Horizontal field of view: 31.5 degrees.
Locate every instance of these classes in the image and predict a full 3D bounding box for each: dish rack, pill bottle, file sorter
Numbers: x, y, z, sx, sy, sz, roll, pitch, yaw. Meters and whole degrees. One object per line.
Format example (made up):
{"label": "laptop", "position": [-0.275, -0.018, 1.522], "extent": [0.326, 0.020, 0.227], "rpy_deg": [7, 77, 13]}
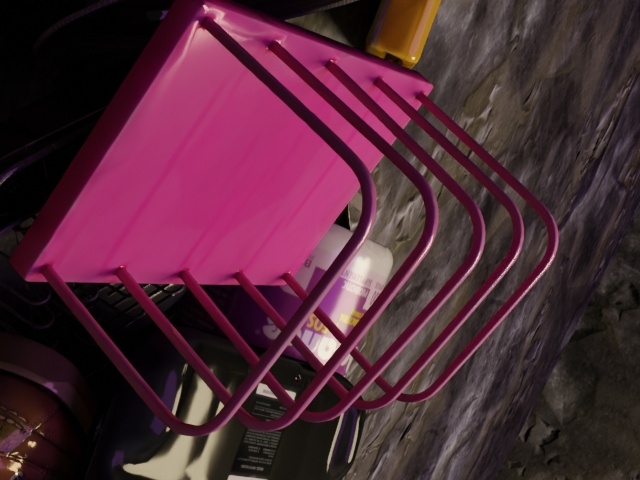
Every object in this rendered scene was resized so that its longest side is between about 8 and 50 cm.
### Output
{"label": "dish rack", "position": [-0.150, 0.002, 0.802], "extent": [0.208, 0.074, 0.272], "rpy_deg": [-33, 144, -32]}
{"label": "pill bottle", "position": [-0.065, 0.116, 1.009], "extent": [0.302, 0.169, 0.169], "rpy_deg": [-67, 156, 0]}
{"label": "file sorter", "position": [0.000, 0.000, 0.735], "extent": [0.202, 0.182, 0.290], "rpy_deg": [-53, 154, 18]}

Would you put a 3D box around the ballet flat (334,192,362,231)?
{"label": "ballet flat", "position": [0.012, -0.067, 1.097], "extent": [0.095, 0.096, 0.280], "rpy_deg": [-46, 148, -38]}

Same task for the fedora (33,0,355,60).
{"label": "fedora", "position": [-0.062, -0.210, 0.728], "extent": [0.275, 0.243, 0.124], "rpy_deg": [-15, 92, -18]}

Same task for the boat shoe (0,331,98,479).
{"label": "boat shoe", "position": [-0.196, 0.187, 0.815], "extent": [0.307, 0.110, 0.104], "rpy_deg": [70, 34, -50]}

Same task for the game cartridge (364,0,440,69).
{"label": "game cartridge", "position": [0.119, -0.310, 1.026], "extent": [0.285, 0.052, 0.324], "rpy_deg": [-72, -176, -84]}

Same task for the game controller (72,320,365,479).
{"label": "game controller", "position": [-0.062, 0.162, 0.845], "extent": [0.319, 0.067, 0.167], "rpy_deg": [28, 71, -58]}
